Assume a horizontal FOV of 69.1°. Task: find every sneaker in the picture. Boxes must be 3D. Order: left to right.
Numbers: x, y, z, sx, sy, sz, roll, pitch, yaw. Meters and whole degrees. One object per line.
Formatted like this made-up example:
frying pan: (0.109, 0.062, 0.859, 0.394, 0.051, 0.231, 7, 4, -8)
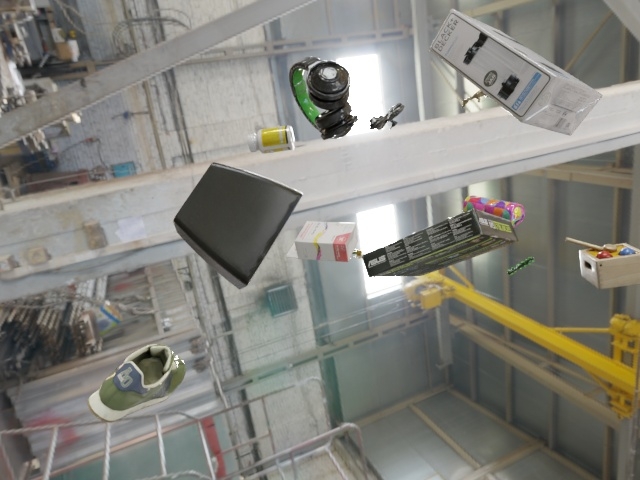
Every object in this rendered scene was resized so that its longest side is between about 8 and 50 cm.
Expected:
sneaker: (-0.230, 0.183, 0.656, 0.064, 0.086, 0.192, 43, 10, 9)

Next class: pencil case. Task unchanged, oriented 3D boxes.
pencil case: (0.680, -0.116, 1.838, 0.236, 0.104, 0.105, 23, -54, 53)

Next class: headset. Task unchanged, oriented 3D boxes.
headset: (0.060, -0.423, 1.406, 0.394, 0.185, 0.243, 41, -21, 39)

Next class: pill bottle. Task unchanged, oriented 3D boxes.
pill bottle: (-0.131, -0.265, 1.233, 0.065, 0.116, 0.065, -7, 90, -86)

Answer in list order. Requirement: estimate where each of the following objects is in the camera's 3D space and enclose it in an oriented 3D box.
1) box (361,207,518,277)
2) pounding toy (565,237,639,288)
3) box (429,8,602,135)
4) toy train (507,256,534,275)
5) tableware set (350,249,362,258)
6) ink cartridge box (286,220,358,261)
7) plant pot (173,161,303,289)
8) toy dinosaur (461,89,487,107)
box: (0.192, 0.012, 0.737, 0.190, 0.184, 0.045, -25, -110, 34)
pounding toy: (0.700, 0.045, 1.142, 0.141, 0.130, 0.100, -55, 134, -74)
box: (0.361, -0.325, 0.889, 0.290, 0.169, 0.087, 60, -45, 39)
toy train: (0.561, 0.073, 1.301, 0.017, 0.083, 0.023, 61, 12, 21)
tableware set: (0.076, 0.043, 1.574, 0.104, 0.154, 0.024, 19, -70, 60)
ink cartridge box: (0.000, 0.000, 1.374, 0.115, 0.198, 0.067, -61, 146, -51)
plant pot: (-0.163, -0.035, 0.860, 0.167, 0.188, 0.188, 32, -14, -7)
toy dinosaur: (0.610, -0.553, 1.724, 0.053, 0.183, 0.093, 62, 11, -21)
